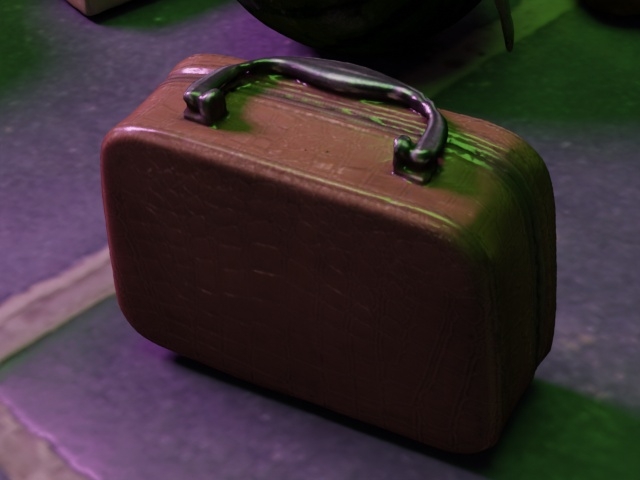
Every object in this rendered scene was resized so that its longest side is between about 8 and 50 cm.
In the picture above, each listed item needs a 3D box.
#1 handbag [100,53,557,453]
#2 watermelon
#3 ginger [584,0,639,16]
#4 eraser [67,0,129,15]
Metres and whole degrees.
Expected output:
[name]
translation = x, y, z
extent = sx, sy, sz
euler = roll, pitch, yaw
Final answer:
[handbag]
translation = 0.000, 0.000, 0.567
extent = 0.193, 0.151, 0.072
euler = 17, 45, 25
[watermelon]
translation = 0.028, -0.198, 0.777
extent = 0.188, 0.188, 0.214
euler = -22, 37, -21
[ginger]
translation = 0.294, -0.237, 0.872
extent = 0.309, 0.107, 0.133
euler = -33, 25, -30
[eraser]
translation = -0.114, -0.222, 0.917
extent = 0.172, 0.058, 0.117
euler = -26, 45, -25
